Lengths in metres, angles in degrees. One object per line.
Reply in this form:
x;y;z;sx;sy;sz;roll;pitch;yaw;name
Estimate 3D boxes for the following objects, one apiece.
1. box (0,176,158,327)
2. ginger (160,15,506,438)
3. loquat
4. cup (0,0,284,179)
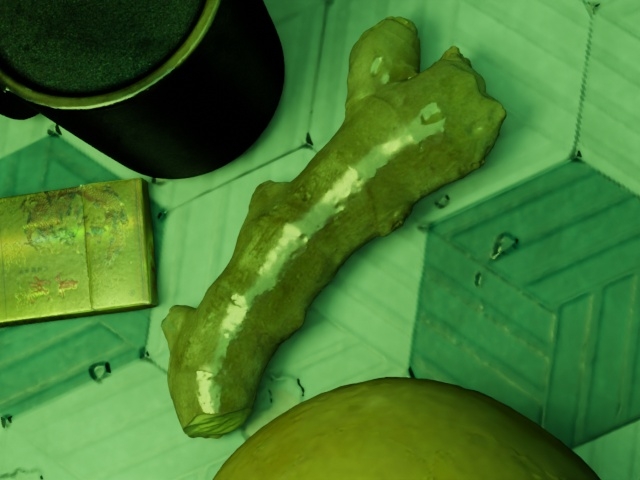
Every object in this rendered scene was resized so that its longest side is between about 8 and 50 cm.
-0.186;0.011;1.301;0.156;0.022;0.089;-6;80;12;box
-0.001;-0.001;1.239;0.118;0.065;0.299;36;89;29;ginger
0.049;0.207;1.101;0.263;0.263;0.263;-2;81;12;loquat
-0.144;-0.142;1.231;0.239;0.177;0.166;19;81;19;cup
